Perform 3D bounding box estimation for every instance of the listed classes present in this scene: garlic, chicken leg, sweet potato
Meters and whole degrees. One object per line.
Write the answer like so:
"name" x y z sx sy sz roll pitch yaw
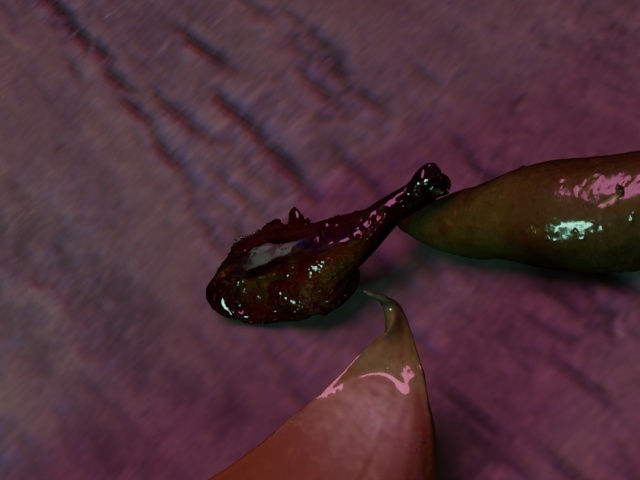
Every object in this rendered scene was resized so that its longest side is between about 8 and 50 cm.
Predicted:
"garlic" -0.006 0.145 0.760 0.207 0.128 0.115 -46 0 -20
"chicken leg" -0.003 0.006 0.909 0.205 0.053 0.093 -10 46 41
"sweet potato" 0.149 -0.012 0.832 0.243 0.077 0.077 -11 46 34
